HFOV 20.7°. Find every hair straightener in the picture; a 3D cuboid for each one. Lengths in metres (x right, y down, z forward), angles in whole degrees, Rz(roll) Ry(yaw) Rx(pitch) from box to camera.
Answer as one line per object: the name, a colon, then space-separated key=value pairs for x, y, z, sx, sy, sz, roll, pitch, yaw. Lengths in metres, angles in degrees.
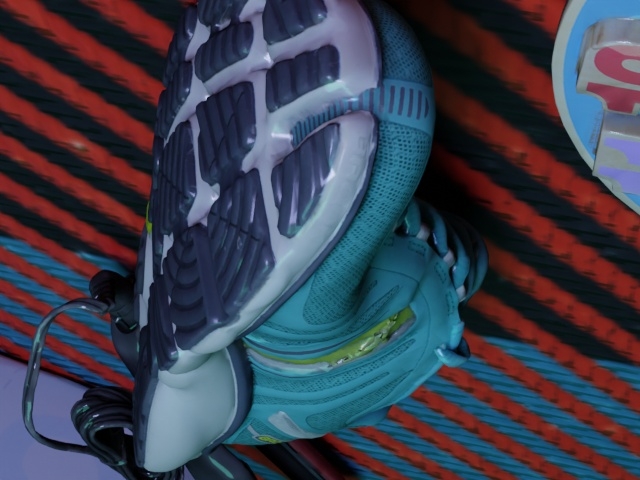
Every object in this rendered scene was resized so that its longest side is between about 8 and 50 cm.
hair straightener: x=-0.056 y=0.091 z=0.733 sx=0.047 sy=0.089 sz=0.230 roll=21 pitch=159 yaw=32

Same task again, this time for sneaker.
sneaker: x=0.000 y=0.000 z=0.550 sx=0.110 sy=0.107 sz=0.275 roll=1 pitch=160 yaw=-8

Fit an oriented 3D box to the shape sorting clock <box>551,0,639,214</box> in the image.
shape sorting clock: x=0.158 y=-0.029 z=0.424 sx=0.206 sy=0.040 sz=0.206 roll=15 pitch=154 yaw=8

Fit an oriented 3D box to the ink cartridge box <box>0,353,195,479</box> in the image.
ink cartridge box: x=-0.239 y=0.196 z=0.721 sx=0.308 sy=0.385 sz=0.091 roll=22 pitch=139 yaw=-7
